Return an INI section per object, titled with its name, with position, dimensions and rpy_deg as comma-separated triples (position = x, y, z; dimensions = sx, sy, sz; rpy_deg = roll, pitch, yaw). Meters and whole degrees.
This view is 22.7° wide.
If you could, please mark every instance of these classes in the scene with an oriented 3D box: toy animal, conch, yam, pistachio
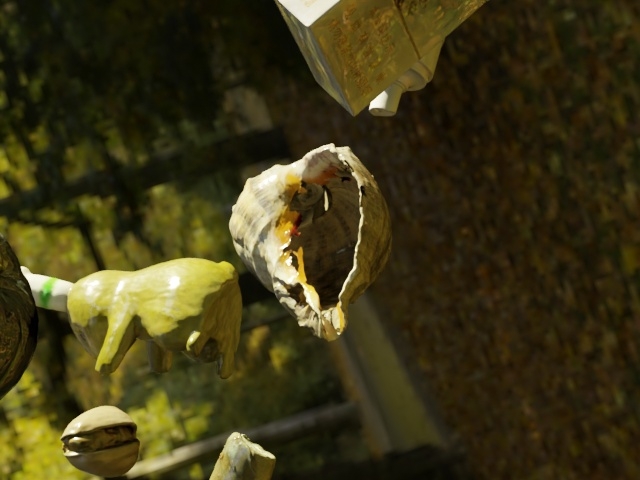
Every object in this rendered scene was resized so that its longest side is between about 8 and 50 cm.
[toy animal]
position = -0.292, 0.123, 2.401
dimensions = 0.181, 0.363, 0.180
rpy_deg = 24, -117, -65
[conch]
position = 0.009, 0.003, 1.935
dimensions = 0.159, 0.210, 0.291
rpy_deg = 28, -152, -47
[yam]
position = -0.133, 0.364, 1.762
dimensions = 0.067, 0.317, 0.071
rpy_deg = 20, -174, -43
[pistachio]
position = -0.322, 0.294, 2.334
dimensions = 0.149, 0.113, 0.113
rpy_deg = 16, -130, -60

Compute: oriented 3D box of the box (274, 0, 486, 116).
[box]
position = 0.079, -0.234, 1.380
dimensions = 0.067, 0.233, 0.149
rpy_deg = 46, 174, 28

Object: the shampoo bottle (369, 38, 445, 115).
[shampoo bottle]
position = 0.107, -0.276, 1.761
dimensions = 0.092, 0.092, 0.303
rpy_deg = 81, -155, -73

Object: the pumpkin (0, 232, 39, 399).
[pumpkin]
position = -0.508, 0.081, 2.036
dimensions = 0.323, 0.241, 0.323
rpy_deg = 60, -170, -18
